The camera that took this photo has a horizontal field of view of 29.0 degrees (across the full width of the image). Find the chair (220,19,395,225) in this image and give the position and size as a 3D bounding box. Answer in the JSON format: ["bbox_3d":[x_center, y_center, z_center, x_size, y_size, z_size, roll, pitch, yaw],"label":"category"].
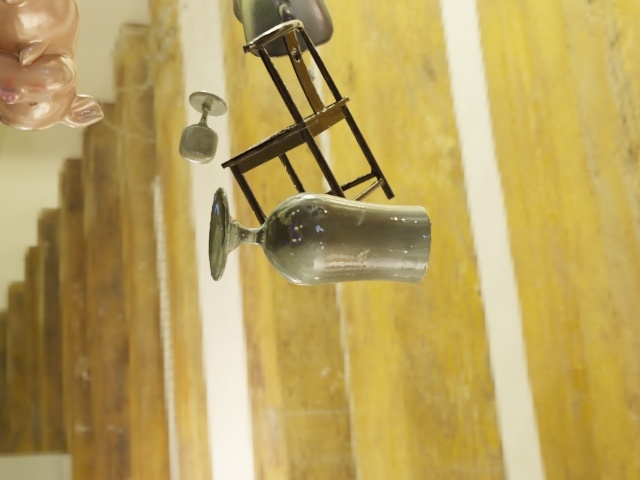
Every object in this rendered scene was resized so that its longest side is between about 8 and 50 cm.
[{"bbox_3d":[-0.035,-0.129,1.560,0.141,0.154,0.260,-25,-83,29],"label":"chair"}]

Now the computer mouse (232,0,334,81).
[{"bbox_3d":[-0.062,-0.398,2.148,0.379,0.167,0.090,-113,-175,-46],"label":"computer mouse"}]

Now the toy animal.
[{"bbox_3d":[-0.391,-0.259,1.633,0.154,0.166,0.250,-47,150,-47],"label":"toy animal"}]

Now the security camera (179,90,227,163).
[{"bbox_3d":[-0.159,-0.144,1.633,0.058,0.058,0.092,140,-31,-63],"label":"security camera"}]

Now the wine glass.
[{"bbox_3d":[0.000,0.000,1.337,0.103,0.230,0.103,-176,-90,-74],"label":"wine glass"}]
